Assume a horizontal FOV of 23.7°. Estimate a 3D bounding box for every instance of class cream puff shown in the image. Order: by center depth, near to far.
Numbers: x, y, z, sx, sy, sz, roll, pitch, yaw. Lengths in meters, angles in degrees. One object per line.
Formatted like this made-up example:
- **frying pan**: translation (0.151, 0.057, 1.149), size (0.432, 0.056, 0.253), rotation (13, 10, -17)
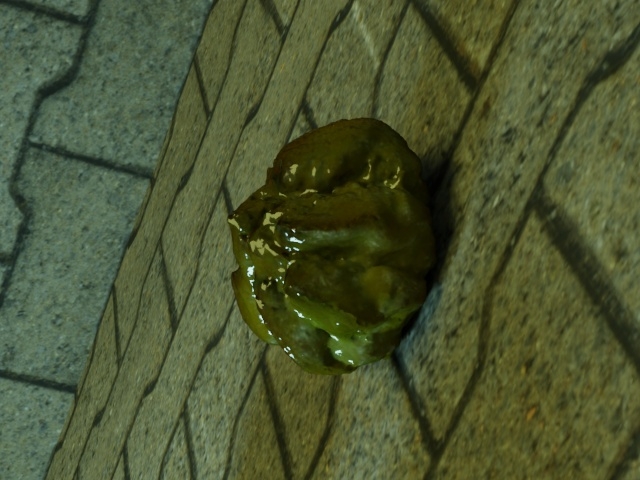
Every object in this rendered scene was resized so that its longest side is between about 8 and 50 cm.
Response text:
- **cream puff**: translation (0.013, 0.007, 1.467), size (0.244, 0.196, 0.244), rotation (164, 90, -76)
